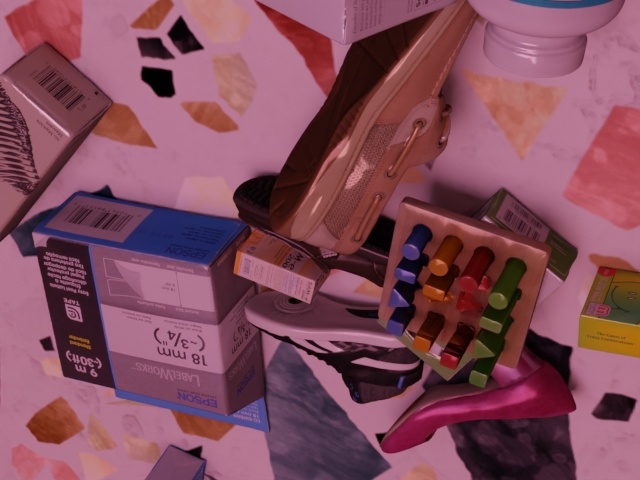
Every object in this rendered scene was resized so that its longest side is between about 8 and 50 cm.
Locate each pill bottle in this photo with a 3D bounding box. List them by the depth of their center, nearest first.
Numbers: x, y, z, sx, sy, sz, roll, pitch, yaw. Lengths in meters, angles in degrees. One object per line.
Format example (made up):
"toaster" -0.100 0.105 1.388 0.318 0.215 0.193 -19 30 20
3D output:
"pill bottle" 0.199 -0.275 1.102 0.146 0.146 0.264 16 128 16

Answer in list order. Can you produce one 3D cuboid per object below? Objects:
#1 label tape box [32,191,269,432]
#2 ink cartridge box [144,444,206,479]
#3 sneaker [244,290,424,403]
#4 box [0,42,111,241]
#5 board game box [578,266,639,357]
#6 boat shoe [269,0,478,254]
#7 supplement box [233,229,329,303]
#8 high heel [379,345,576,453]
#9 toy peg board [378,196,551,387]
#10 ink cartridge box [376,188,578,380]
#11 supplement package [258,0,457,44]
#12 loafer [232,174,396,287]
"label tape box" -0.202 0.121 1.604 0.241 0.106 0.333 10 126 21
"ink cartridge box" -0.214 0.388 1.797 0.061 0.104 0.181 21 130 12
"sneaker" 0.014 0.134 1.522 0.217 0.079 0.121 9 124 19
"box" -0.370 -0.101 1.538 0.113 0.094 0.275 41 130 -5
"board game box" 0.361 0.082 1.306 0.181 0.092 0.043 9 125 21
"boat shoe" 0.073 -0.130 1.290 0.110 0.121 0.341 22 123 -22
"supplement box" -0.042 0.026 1.486 0.098 0.062 0.036 21 128 11
"high heel" 0.177 0.208 1.495 0.117 0.082 0.244 48 117 2
"toy peg board" 0.135 0.062 1.330 0.161 0.079 0.161 20 128 14
"ink cartridge box" 0.167 0.051 1.400 0.109 0.062 0.209 39 131 -3
"supplement package" 0.007 -0.337 1.108 0.204 0.145 0.262 33 136 37
"loafer" 0.000 0.000 1.435 0.220 0.080 0.078 24 129 9
